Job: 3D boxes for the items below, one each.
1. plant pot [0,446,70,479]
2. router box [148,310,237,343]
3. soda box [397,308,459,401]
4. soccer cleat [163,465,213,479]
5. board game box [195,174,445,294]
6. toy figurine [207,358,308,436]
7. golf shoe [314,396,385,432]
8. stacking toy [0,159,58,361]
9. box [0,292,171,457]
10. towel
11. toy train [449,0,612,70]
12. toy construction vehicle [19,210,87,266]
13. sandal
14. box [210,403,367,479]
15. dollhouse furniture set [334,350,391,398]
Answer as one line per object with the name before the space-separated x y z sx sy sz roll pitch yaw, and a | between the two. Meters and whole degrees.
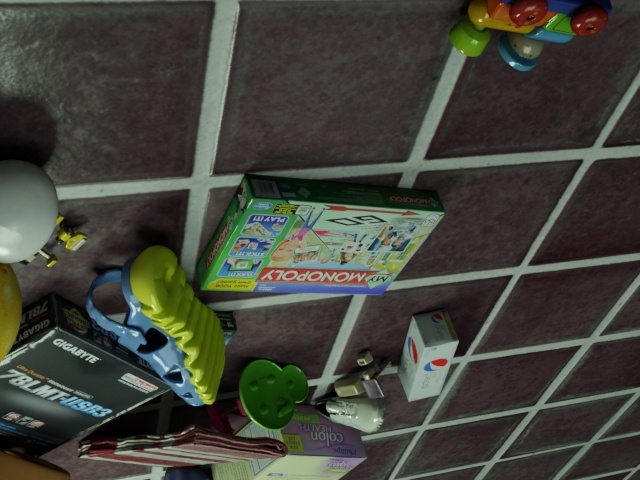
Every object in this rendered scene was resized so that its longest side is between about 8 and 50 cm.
plant pot | -0.544 0.445 1.520 0.291 0.203 0.291 21 166 5
router box | -0.207 0.151 1.485 0.123 0.038 0.092 7 137 -33
soda box | 0.201 0.219 1.747 0.069 0.073 0.216 -11 145 -11
soccer cleat | -0.233 0.550 1.953 0.093 0.121 0.289 -21 147 22
board game box | 0.000 0.000 1.367 0.317 0.046 0.213 3 140 -29
toy figurine | -0.132 0.297 1.694 0.159 0.130 0.173 -29 172 38
golf shoe | 0.054 0.334 1.795 0.086 0.069 0.176 14 164 -29
stacking toy | -0.474 0.101 1.110 0.480 0.350 0.351 -46 140 10
box | -0.434 0.225 1.453 0.293 0.073 0.295 -27 146 14
towel | -0.257 0.384 1.703 0.329 0.037 0.237 -15 154 37
toy train | 0.192 -0.264 1.050 0.248 0.105 0.143 1 154 -27
toy construction vehicle | -0.360 -0.007 1.198 0.086 0.035 0.098 -42 144 13
sandal | -0.236 0.131 1.355 0.138 0.126 0.317 -7 132 16
box | -0.070 0.446 1.899 0.214 0.117 0.243 13 136 -38
dollhouse furniture set | 0.078 0.250 1.790 0.114 0.091 0.081 -17 -164 38
